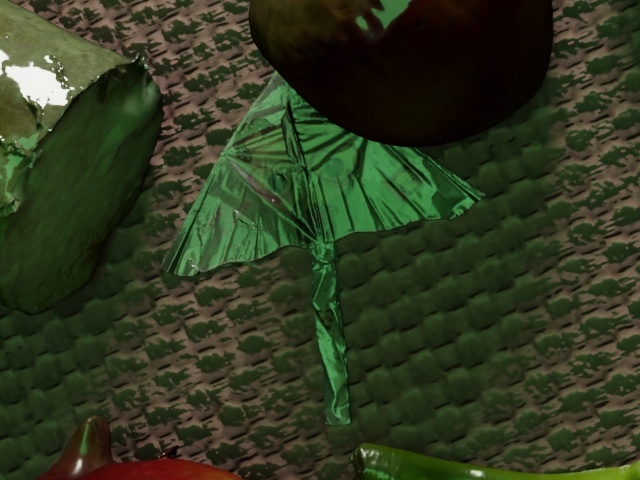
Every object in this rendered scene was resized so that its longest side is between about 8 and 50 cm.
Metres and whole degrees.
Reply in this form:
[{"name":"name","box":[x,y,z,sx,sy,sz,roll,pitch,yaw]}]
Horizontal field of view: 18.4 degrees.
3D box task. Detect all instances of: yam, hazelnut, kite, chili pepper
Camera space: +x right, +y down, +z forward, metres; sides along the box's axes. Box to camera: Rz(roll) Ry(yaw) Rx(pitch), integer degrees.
[{"name":"yam","box":[-0.273,-0.090,1.298,0.300,0.195,0.195,25,93,10]},{"name":"hazelnut","box":[0.061,-0.148,1.249,0.208,0.208,0.208,0,89,11]},{"name":"kite","box":[0.000,0.000,1.335,0.229,0.012,0.250,-10,88,11]},{"name":"chili pepper","box":[0.120,0.165,1.288,0.201,0.050,0.052,2,73,8]}]

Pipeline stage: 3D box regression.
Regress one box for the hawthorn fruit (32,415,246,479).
[{"name":"hawthorn fruit","box":[-0.094,0.281,1.217,0.311,0.295,0.295,31,94,12]}]
